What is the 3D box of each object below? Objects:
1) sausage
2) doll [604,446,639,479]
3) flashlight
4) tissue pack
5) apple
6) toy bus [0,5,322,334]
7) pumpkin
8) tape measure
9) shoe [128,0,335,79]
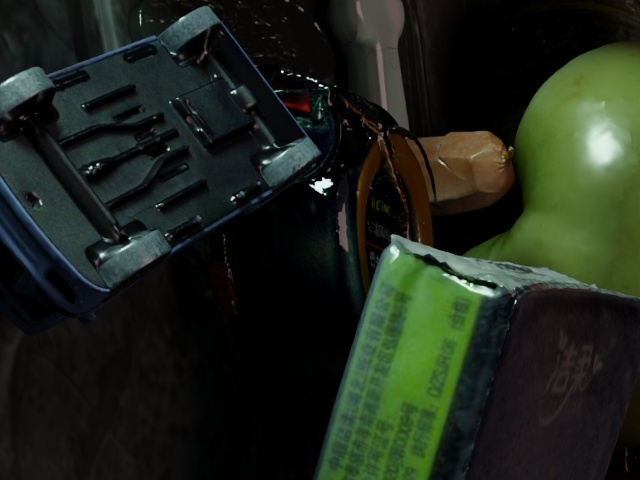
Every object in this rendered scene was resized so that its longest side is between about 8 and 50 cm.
[{"bbox_3d":[0.079,-0.049,1.357,0.065,0.169,0.065,18,70,-59],"label":"sausage"},{"bbox_3d":[0.303,0.198,1.767,0.186,0.106,0.134,-55,139,-52],"label":"doll"},{"bbox_3d":[0.042,-0.122,1.444,0.093,0.047,0.200,-9,93,-61],"label":"flashlight"},{"bbox_3d":[0.085,0.206,1.210,0.288,0.124,0.394,8,99,-63],"label":"tissue pack"},{"bbox_3d":[0.289,0.020,1.556,0.360,0.320,0.312,17,56,-36],"label":"apple"},{"bbox_3d":[-0.120,-0.035,1.018,0.125,0.133,0.292,53,29,1],"label":"toy bus"},{"bbox_3d":[0.269,-0.120,1.703,0.320,0.192,0.320,18,70,-60],"label":"pumpkin"},{"bbox_3d":[0.000,0.000,1.246,0.202,0.135,0.223,16,70,-70],"label":"tape measure"},{"bbox_3d":[-0.070,-0.138,1.247,0.179,0.049,0.071,-4,73,-44],"label":"shoe"}]
